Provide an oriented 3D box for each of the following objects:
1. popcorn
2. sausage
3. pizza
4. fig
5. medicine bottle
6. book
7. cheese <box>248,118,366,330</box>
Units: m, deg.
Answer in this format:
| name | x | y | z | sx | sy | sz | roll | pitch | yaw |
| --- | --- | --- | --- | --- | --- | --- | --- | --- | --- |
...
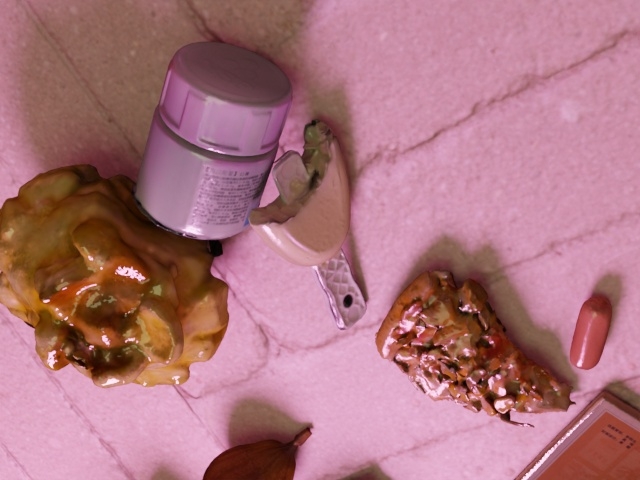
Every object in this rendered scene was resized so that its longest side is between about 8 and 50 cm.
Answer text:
| name | x | y | z | sx | sy | sz | roll | pitch | yaw |
| --- | --- | --- | --- | --- | --- | --- | --- | --- | --- |
| popcorn | -0.234 | 0.045 | 1.125 | 0.286 | 0.252 | 0.215 | 34 | 83 | -4 |
| sausage | 0.282 | 0.096 | 1.061 | 0.034 | 0.034 | 0.083 | 13 | 121 | 14 |
| pizza | 0.158 | 0.136 | 1.110 | 0.147 | 0.069 | 0.226 | -36 | 101 | 30 |
| fig | -0.070 | 0.307 | 1.276 | 0.152 | 0.119 | 0.119 | -16 | 113 | 1 |
| medicine bottle | -0.110 | -0.101 | 1.038 | 0.135 | 0.135 | 0.169 | 25 | 124 | 6 |
| book | 0.321 | 0.292 | 1.164 | 0.170 | 0.018 | 0.242 | 33 | 124 | -1 |
| cheese | 0.001 | 0.000 | 1.085 | 0.049 | 0.127 | 0.235 | 19 | 144 | 44 |
